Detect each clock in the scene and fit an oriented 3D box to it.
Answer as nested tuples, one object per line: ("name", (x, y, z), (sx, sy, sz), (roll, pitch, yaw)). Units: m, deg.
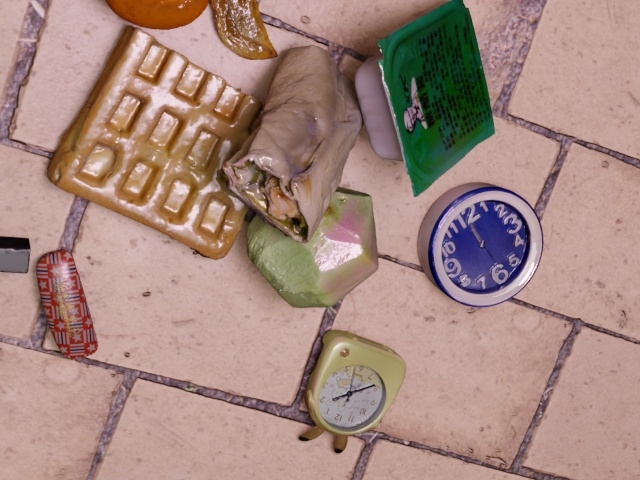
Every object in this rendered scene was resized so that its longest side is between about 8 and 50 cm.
("clock", (0.046, 0.293, 1.997), (0.170, 0.069, 0.232), (22, 97, -21))
("clock", (0.301, 0.007, 2.000), (0.231, 0.083, 0.230), (-3, 104, -14))

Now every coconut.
("coconut", (0.000, 0.000, 1.837), (0.236, 0.236, 0.204), (-45, 130, -2))

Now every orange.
("orange", (-0.261, -0.424, 1.676), (0.193, 0.161, 0.193), (0, 91, -16))

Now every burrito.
("burrito", (-0.021, -0.180, 1.730), (0.190, 0.135, 0.331), (32, 56, -12))

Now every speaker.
("speaker", (-0.585, 0.019, 1.725), (0.218, 0.082, 0.044), (3, 103, -19))

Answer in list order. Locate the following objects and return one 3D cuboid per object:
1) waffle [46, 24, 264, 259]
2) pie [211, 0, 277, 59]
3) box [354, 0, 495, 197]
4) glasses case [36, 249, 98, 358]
("waffle", (-0.244, -0.150, 1.793), (0.348, 0.077, 0.304), (27, 95, -22))
("pie", (-0.135, -0.376, 1.794), (0.092, 0.034, 0.169), (-21, 115, -13))
("box", (0.169, -0.251, 1.821), (0.337, 0.106, 0.264), (-37, 116, -48))
("glasses case", (-0.434, 0.113, 1.812), (0.073, 0.049, 0.194), (-16, 108, -13))
